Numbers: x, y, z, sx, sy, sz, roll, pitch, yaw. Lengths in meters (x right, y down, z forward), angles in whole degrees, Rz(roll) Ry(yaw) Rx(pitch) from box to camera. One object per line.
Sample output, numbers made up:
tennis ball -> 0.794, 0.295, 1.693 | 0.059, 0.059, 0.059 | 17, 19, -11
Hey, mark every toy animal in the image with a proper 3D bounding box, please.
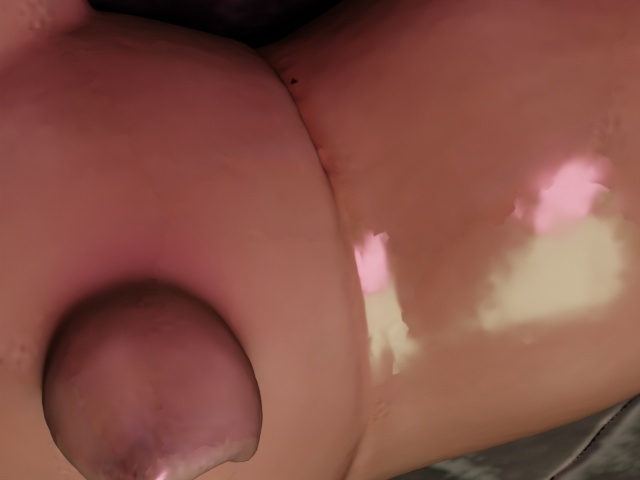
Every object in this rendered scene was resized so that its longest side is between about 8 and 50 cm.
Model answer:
toy animal -> 0.000, 0.000, 0.646 | 0.326, 0.237, 0.269 | -30, 148, 17
